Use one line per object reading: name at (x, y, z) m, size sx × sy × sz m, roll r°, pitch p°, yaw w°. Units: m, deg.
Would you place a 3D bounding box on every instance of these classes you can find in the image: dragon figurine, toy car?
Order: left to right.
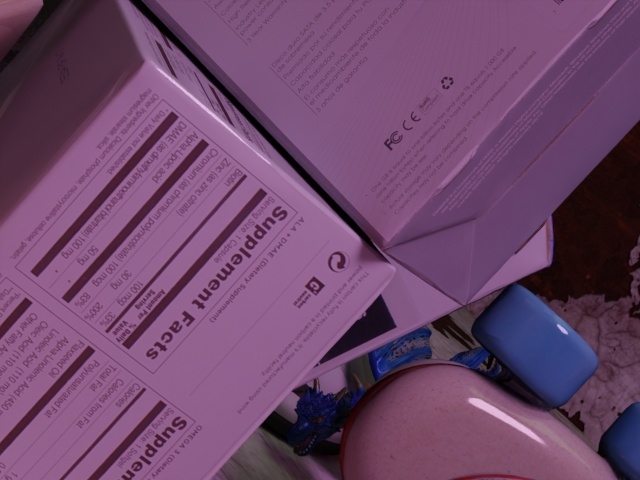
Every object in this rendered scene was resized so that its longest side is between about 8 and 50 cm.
dragon figurine at (0.084, 0.112, 1.321) m, size 0.085 × 0.289 × 0.144 m, roll 20°, pitch -51°, yaw 31°
toy car at (0.095, 0.152, 1.090) m, size 0.210 × 0.219 × 0.238 m, roll 42°, pitch 0°, yaw -9°

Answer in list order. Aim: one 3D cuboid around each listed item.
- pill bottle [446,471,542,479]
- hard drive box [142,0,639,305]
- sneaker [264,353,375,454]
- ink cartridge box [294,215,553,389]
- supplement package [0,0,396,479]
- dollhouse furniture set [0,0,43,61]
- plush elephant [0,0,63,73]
pill bottle at (0.089, 0.218, 0.817) m, size 0.161 × 0.161 × 0.283 m, roll 43°, pitch 6°, yaw -1°
hard drive box at (0.039, -0.117, 0.783) m, size 0.232 × 0.181 × 0.089 m, roll 48°, pitch 8°, yaw 33°
sneaker at (0.000, 0.000, 1.300) m, size 0.169 × 0.257 × 0.447 m, roll 47°, pitch 7°, yaw 34°
ink cartridge box at (0.035, 0.028, 1.005) m, size 0.065 × 0.333 × 0.165 m, roll 62°, pitch 8°, yaw 2°
supplement package at (-0.108, 0.006, 0.817) m, size 0.145 × 0.204 × 0.262 m, roll 40°, pitch 7°, yaw -20°
dollhouse furniture set at (-0.286, -0.191, 0.701) m, size 0.286 × 0.198 × 0.303 m, roll 46°, pitch 34°, yaw 8°
plush elephant at (-0.265, -0.188, 1.029) m, size 0.255 × 0.330 × 0.272 m, roll 16°, pitch -35°, yaw 55°
